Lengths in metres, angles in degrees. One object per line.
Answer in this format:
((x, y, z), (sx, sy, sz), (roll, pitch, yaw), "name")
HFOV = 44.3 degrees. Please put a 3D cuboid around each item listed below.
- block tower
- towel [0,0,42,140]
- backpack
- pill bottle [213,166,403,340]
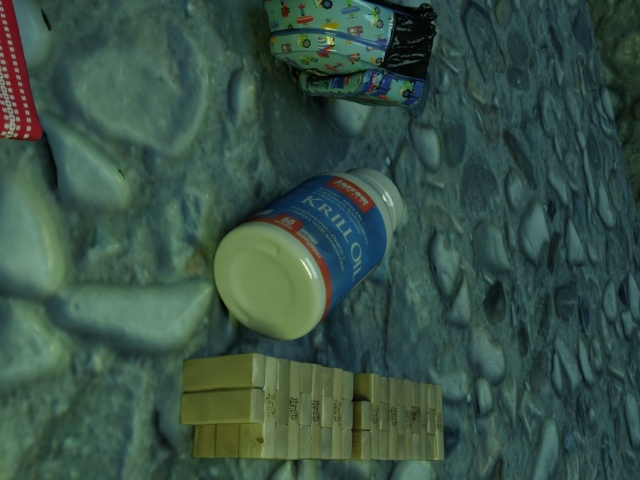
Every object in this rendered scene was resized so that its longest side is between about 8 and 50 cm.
((0.007, 0.182, 0.815), (0.335, 0.097, 0.091), (20, 66, -49), "block tower")
((-0.275, -0.165, 0.426), (0.275, 0.031, 0.198), (6, 66, -63), "towel")
((0.021, -0.219, 0.882), (0.173, 0.158, 0.116), (3, 97, -41), "backpack")
((0.000, 0.000, 0.819), (0.221, 0.124, 0.124), (-40, 115, -51), "pill bottle")
